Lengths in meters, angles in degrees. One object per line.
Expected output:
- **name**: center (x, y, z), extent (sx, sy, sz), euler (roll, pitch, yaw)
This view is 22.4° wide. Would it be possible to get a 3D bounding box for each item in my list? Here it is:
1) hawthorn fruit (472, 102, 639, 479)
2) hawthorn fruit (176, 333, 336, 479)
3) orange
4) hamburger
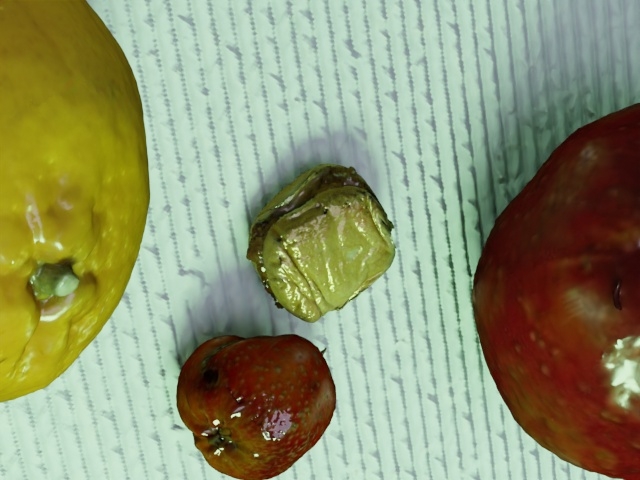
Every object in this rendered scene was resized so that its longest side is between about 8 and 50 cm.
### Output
- **hawthorn fruit**: center (0.190, 0.017, 0.887), extent (0.230, 0.210, 0.266), euler (-33, 157, 3)
- **hawthorn fruit**: center (-0.032, 0.086, 0.890), extent (0.093, 0.093, 0.093), euler (-10, 112, -24)
- **orange**: center (-0.172, -0.028, 0.698), extent (0.193, 0.219, 0.219), euler (28, 95, 9)
- **hamburger**: center (0.000, 0.000, 0.893), extent (0.083, 0.044, 0.076), euler (-32, 122, -11)
